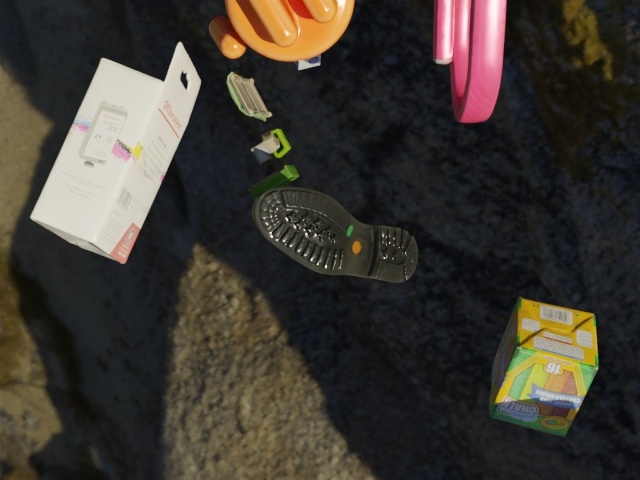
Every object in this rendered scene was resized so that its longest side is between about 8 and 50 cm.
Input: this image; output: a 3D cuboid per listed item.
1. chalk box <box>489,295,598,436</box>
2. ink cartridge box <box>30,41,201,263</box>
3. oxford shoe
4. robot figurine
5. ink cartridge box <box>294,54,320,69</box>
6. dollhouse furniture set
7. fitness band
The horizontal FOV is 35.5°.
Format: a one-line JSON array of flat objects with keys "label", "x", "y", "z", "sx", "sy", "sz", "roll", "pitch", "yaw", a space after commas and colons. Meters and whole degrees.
[{"label": "chalk box", "x": 0.354, "y": 0.222, "z": 1.631, "sx": 0.132, "sy": 0.132, "sz": 0.213, "roll": 13, "pitch": 127, "yaw": 3}, {"label": "ink cartridge box", "x": -0.184, "y": -0.088, "z": 0.929, "sx": 0.067, "sy": 0.198, "sz": 0.115, "roll": 21, "pitch": 171, "yaw": 7}, {"label": "oxford shoe", "x": 0.000, "y": 0.000, "z": 1.118, "sx": 0.096, "sy": 0.227, "sz": 0.083, "roll": 4, "pitch": 75, "yaw": 48}, {"label": "robot figurine", "x": -0.033, "y": -0.250, "z": 1.000, "sx": 0.128, "sy": 0.219, "sz": 0.158, "roll": 19, "pitch": 107, "yaw": -8}, {"label": "ink cartridge box", "x": -0.031, "y": -0.396, "z": 1.696, "sx": 0.207, "sy": 0.046, "sz": 0.097, "roll": 95, "pitch": 155, "yaw": -59}, {"label": "dollhouse furniture set", "x": -0.088, "y": -0.131, "z": 1.250, "sx": 0.058, "sy": 0.076, "sz": 0.152, "roll": -30, "pitch": 86, "yaw": 17}, {"label": "fitness band", "x": 0.202, "y": -0.307, "z": 1.374, "sx": 0.209, "sy": 0.054, "sz": 0.291, "roll": -107, "pitch": 15, "yaw": -69}]
